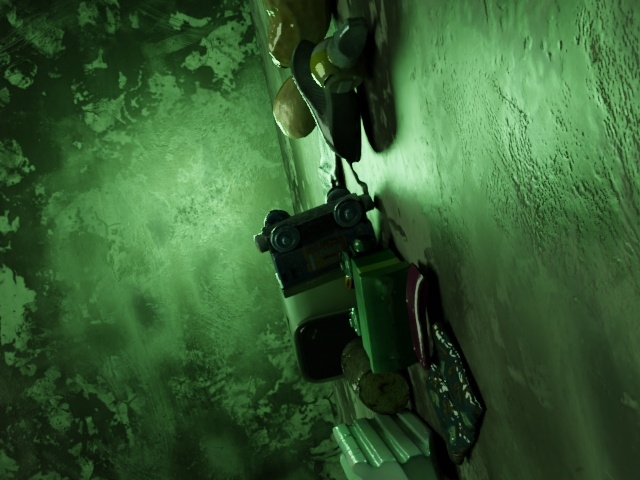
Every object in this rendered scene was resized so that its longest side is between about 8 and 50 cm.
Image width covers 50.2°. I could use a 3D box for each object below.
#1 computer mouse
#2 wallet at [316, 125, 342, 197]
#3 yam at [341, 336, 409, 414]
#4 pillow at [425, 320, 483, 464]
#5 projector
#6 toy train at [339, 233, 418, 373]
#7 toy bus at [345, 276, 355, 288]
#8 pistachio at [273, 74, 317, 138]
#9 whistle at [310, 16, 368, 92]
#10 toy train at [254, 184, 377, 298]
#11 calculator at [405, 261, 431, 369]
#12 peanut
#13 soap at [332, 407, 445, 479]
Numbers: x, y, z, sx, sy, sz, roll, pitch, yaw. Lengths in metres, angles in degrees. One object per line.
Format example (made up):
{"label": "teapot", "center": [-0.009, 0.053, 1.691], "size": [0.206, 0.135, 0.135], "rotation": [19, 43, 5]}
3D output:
{"label": "computer mouse", "center": [0.049, -0.283, 1.530], "size": [0.167, 0.090, 0.380], "rotation": [-26, -87, -62]}
{"label": "wallet", "center": [0.029, -0.205, 2.091], "size": [0.247, 0.041, 0.323], "rotation": [-128, 32, -71]}
{"label": "yam", "center": [0.135, 0.342, 1.773], "size": [0.254, 0.153, 0.154], "rotation": [-117, 16, -75]}
{"label": "pillow", "center": [0.242, 0.288, 1.266], "size": [0.256, 0.034, 0.189], "rotation": [89, 165, -51]}
{"label": "projector", "center": [0.028, 0.225, 1.971], "size": [0.249, 0.248, 0.249], "rotation": [-112, 11, -55]}
{"label": "toy train", "center": [0.130, 0.141, 1.542], "size": [0.202, 0.120, 0.301], "rotation": [-119, 18, -61]}
{"label": "toy bus", "center": [0.096, 0.062, 1.797], "size": [0.083, 0.088, 0.195], "rotation": [91, 165, -59]}
{"label": "pistachio", "center": [-0.069, -0.408, 2.080], "size": [0.117, 0.145, 0.201], "rotation": [-118, 28, -68]}
{"label": "whistle", "center": [0.043, -0.379, 1.360], "size": [0.223, 0.122, 0.123], "rotation": [117, 140, -69]}
{"label": "toy train", "center": [0.000, 0.000, 1.645], "size": [0.131, 0.299, 0.202], "rotation": [-121, 12, -63]}
{"label": "calculator", "center": [0.186, 0.143, 1.304], "size": [0.126, 0.034, 0.191], "rotation": [-100, 5, -83]}
{"label": "peanut", "center": [-0.051, -0.568, 1.599], "size": [0.340, 0.158, 0.174], "rotation": [80, -148, -46]}
{"label": "soap", "center": [0.160, 0.494, 1.554], "size": [0.347, 0.208, 0.115], "rotation": [-179, 75, -82]}
